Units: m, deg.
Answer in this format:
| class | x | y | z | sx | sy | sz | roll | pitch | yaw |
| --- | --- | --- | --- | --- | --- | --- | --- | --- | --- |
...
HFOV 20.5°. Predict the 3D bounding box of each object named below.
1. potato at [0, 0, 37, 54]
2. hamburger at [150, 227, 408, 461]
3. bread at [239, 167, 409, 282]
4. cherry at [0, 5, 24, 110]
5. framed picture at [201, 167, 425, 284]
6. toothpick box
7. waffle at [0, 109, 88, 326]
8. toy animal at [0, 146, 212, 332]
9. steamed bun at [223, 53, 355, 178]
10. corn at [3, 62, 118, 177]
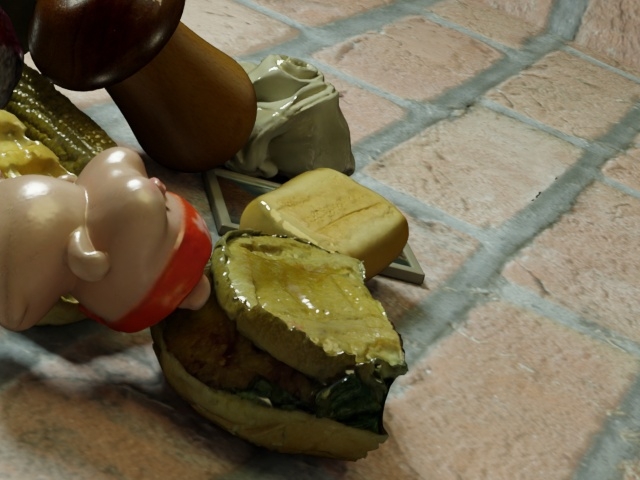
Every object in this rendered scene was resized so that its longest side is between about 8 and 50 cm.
| class | x | y | z | sx | sy | sz | roll | pitch | yaw |
| --- | --- | --- | --- | --- | --- | --- | --- | --- | --- |
| potato | -0.392 | -0.329 | 2.061 | 0.221 | 0.326 | 0.243 | 52 | 24 | 7 |
| hamburger | -0.047 | 0.087 | 1.579 | 0.211 | 0.132 | 0.309 | 15 | 20 | -14 |
| bread | 0.000 | 0.000 | 1.903 | 0.147 | 0.098 | 0.217 | 32 | 27 | 19 |
| cherry | -0.415 | -0.195 | 1.895 | 0.195 | 0.195 | 0.195 | 18 | 20 | -7 |
| framed picture | -0.011 | -0.020 | 2.068 | 0.250 | 0.016 | 0.184 | 15 | 21 | -16 |
| toothpick box | -0.196 | -0.207 | 2.004 | 0.192 | 0.192 | 0.294 | 39 | -5 | 41 |
| waffle | -0.283 | -0.024 | 1.675 | 0.274 | 0.057 | 0.168 | 42 | 27 | 17 |
| toy animal | -0.192 | 0.005 | 1.511 | 0.198 | 0.171 | 0.171 | -2 | 27 | -20 |
| steamed bun | -0.063 | -0.165 | 2.208 | 0.211 | 0.144 | 0.218 | -2 | 29 | -46 |
| corn | -0.305 | -0.128 | 1.968 | 0.086 | 0.086 | 0.288 | -3 | 33 | -48 |
